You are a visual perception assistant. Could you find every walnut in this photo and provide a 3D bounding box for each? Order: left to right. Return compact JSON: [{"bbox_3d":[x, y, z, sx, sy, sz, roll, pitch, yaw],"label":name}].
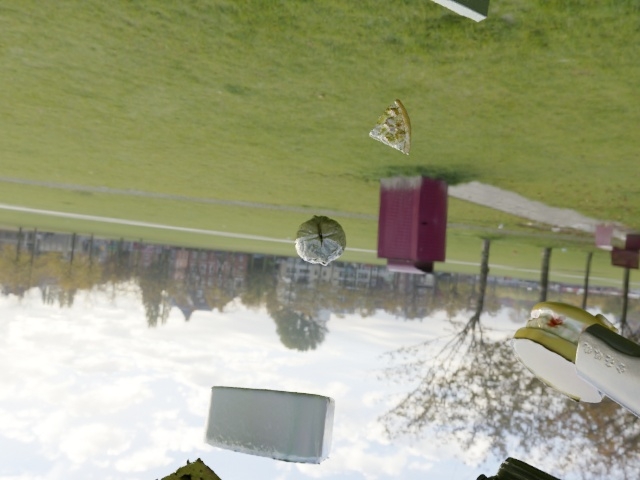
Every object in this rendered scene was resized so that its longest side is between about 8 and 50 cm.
[{"bbox_3d":[0.000,0.000,0.884,0.092,0.092,0.092,6,178,0],"label":"walnut"}]

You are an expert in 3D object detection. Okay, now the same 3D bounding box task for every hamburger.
[{"bbox_3d":[0.670,0.290,1.431,0.303,0.186,0.261,46,166,-8],"label":"hamburger"}]

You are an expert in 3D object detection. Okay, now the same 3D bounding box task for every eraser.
[{"bbox_3d":[-0.079,0.422,1.261,0.331,0.150,0.331,7,165,2],"label":"eraser"}]

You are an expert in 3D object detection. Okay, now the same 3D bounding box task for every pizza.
[{"bbox_3d":[0.149,-0.239,1.197,0.108,0.123,0.026,-12,177,39],"label":"pizza"}]

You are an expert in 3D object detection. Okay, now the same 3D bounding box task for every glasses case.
[{"bbox_3d":[0.343,0.155,0.552,0.042,0.072,0.190,-10,-161,-16],"label":"glasses case"}]

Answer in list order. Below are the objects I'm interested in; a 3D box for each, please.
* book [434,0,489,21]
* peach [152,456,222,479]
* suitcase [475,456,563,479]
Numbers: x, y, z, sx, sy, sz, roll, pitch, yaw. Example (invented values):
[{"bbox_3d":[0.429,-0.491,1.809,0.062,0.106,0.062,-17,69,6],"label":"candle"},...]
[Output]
[{"bbox_3d":[0.229,-0.518,0.861,0.201,0.290,0.026,-3,-166,-42],"label":"book"},{"bbox_3d":[-0.147,0.296,0.568,0.092,0.127,0.172,42,150,11],"label":"peach"},{"bbox_3d":[0.424,0.546,0.928,0.283,0.194,0.434,15,150,46],"label":"suitcase"}]
